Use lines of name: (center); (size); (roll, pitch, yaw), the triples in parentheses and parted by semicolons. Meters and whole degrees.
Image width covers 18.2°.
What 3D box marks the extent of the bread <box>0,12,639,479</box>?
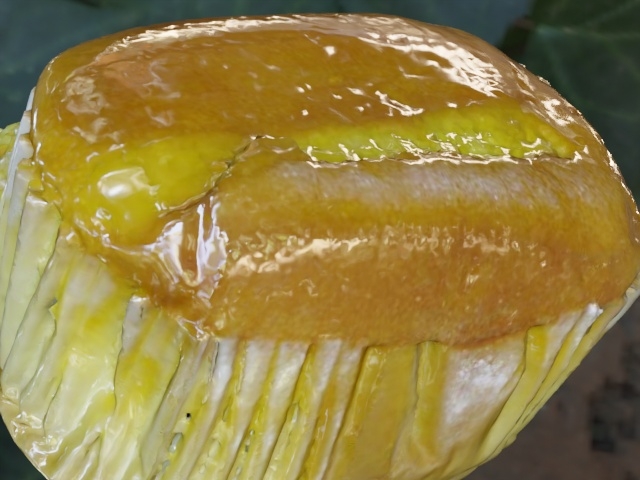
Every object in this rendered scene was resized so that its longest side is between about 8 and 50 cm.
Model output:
bread: (0.000, 0.000, 0.855); (0.204, 0.288, 0.156); (61, 140, 34)

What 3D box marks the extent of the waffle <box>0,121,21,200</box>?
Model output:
waffle: (-0.221, 0.042, 1.014); (0.307, 0.060, 0.312); (-48, 19, -13)
